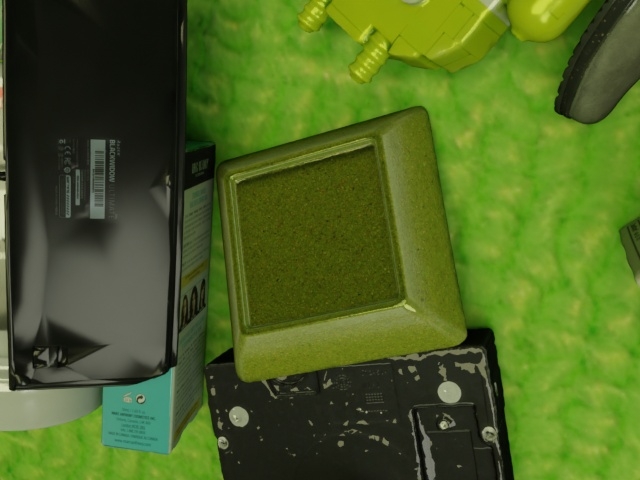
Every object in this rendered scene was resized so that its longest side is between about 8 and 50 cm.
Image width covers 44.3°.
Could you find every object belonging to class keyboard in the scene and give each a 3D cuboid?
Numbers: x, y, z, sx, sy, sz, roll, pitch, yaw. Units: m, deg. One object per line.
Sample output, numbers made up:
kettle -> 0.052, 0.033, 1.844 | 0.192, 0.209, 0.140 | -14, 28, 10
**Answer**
keyboard -> -0.197, -0.046, 0.550 | 0.201, 0.033, 0.317 | 1, 101, -17

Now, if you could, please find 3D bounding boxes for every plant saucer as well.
plant saucer -> 0.000, 0.000, 0.595 | 0.188, 0.045, 0.188 | -13, 74, 20

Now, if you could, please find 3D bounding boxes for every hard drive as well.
hard drive -> 0.047, 0.248, 0.647 | 0.237, 0.064, 0.339 | -8, 96, 20

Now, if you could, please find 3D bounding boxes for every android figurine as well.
android figurine -> 0.092, -0.232, 0.531 | 0.273, 0.056, 0.248 | -47, 66, 19

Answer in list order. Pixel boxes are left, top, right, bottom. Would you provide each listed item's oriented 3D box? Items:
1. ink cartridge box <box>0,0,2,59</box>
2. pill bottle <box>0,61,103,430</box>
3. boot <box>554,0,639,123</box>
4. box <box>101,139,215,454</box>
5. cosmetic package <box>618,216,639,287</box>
ink cartridge box -> -0.299, -0.294, 0.676 | 0.225, 0.056, 0.181 | 40, 109, 6
pill bottle -> -0.241, -0.001, 0.649 | 0.161, 0.161, 0.283 | 7, 102, 17
boot -> 0.258, -0.129, 0.457 | 0.161, 0.083, 0.246 | 38, 136, 11
box -> -0.133, 0.041, 0.647 | 0.060, 0.100, 0.244 | 6, 101, 6
cosmetic package -> 0.343, -0.021, 0.455 | 0.296, 0.153, 0.129 | -36, 89, 22
